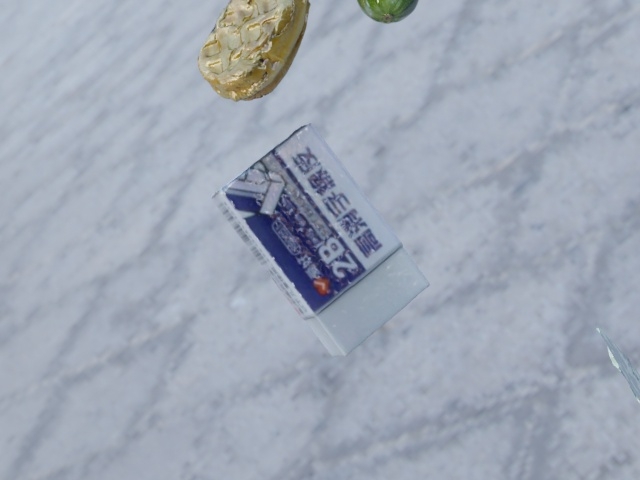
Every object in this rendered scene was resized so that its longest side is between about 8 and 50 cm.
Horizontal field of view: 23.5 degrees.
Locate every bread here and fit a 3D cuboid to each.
[{"bbox_3d":[-0.051,-0.162,1.226,0.083,0.044,0.111,33,95,46],"label":"bread"}]

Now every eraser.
[{"bbox_3d":[0.000,0.000,1.569,0.124,0.210,0.068,-39,5,-18],"label":"eraser"}]

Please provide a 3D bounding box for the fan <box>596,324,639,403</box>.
[{"bbox_3d":[0.381,0.182,1.821,0.009,0.240,0.131,-31,39,12],"label":"fan"}]

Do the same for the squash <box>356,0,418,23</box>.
[{"bbox_3d":[0.060,-0.282,1.327,0.066,0.066,0.252,-28,46,37],"label":"squash"}]
